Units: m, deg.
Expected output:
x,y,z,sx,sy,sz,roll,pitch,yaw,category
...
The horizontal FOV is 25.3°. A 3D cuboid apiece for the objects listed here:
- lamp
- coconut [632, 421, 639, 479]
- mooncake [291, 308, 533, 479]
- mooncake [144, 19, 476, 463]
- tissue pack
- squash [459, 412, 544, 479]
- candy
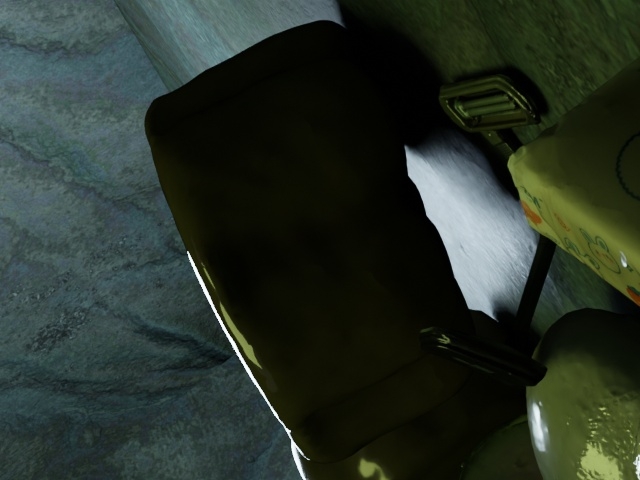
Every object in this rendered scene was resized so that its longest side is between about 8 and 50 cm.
x,y,z,sx,sy,sz,roll,pitch,yaw,category
0.170,-0.008,1.300,0.203,0.124,0.283,140,135,-85,lamp
0.352,0.197,1.176,0.183,0.171,0.171,56,171,-14,coconut
0.146,0.265,1.951,0.201,0.378,0.378,52,174,31,mooncake
0.000,0.000,1.587,0.467,0.262,0.467,-23,-90,-89,mooncake
0.231,-0.026,0.873,0.196,0.148,0.092,42,166,48,tissue pack
0.340,0.406,1.824,0.263,0.263,0.384,44,169,41,squash
0.307,0.207,1.390,0.295,0.185,0.295,52,178,3,candy
